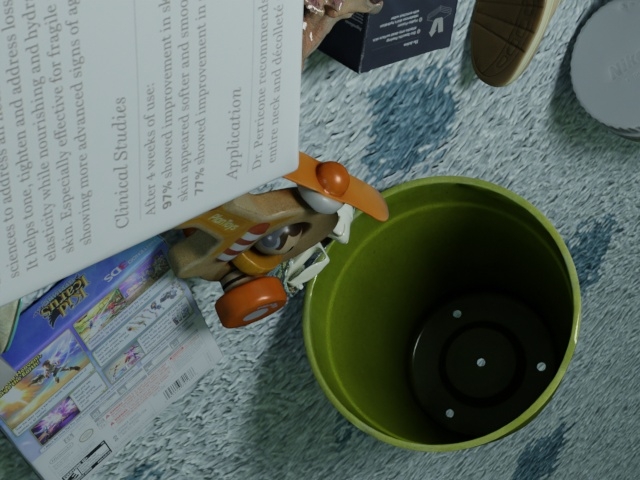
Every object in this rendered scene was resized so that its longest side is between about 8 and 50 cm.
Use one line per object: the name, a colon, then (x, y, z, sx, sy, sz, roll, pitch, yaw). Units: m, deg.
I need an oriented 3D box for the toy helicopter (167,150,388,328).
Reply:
toy helicopter: (-0.069, -0.027, 1.410, 0.235, 0.140, 0.355, -26, 165, 11)

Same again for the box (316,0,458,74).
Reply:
box: (0.081, -0.296, 1.536, 0.156, 0.093, 0.158, -22, 133, -38)

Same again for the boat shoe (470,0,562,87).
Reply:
boat shoe: (0.288, -0.344, 1.728, 0.098, 0.109, 0.302, -3, 115, -47)

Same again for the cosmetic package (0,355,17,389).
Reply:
cosmetic package: (-0.419, 0.100, 1.283, 0.127, 0.107, 0.238, -46, 147, -12)

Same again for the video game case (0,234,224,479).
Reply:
video game case: (-0.260, 0.143, 1.534, 0.269, 0.061, 0.244, -42, 144, -18)

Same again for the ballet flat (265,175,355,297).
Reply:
ballet flat: (0.000, 0.000, 1.714, 0.188, 0.070, 0.070, -51, 145, -6)

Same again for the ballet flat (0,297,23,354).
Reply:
ballet flat: (-0.336, 0.040, 1.381, 0.052, 0.057, 0.168, 12, 105, -29)

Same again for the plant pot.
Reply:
plant pot: (0.198, 0.140, 1.856, 0.366, 0.366, 0.353, -52, 157, -4)

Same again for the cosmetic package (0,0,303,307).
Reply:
cosmetic package: (-0.258, -0.188, 1.033, 0.393, 0.327, 0.330, -26, 136, -35)

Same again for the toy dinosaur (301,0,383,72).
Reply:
toy dinosaur: (-0.085, -0.217, 1.389, 0.295, 0.127, 0.200, -20, 133, -33)

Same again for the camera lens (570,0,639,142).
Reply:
camera lens: (0.529, -0.248, 1.982, 0.274, 0.219, 0.219, 5, 115, -51)
